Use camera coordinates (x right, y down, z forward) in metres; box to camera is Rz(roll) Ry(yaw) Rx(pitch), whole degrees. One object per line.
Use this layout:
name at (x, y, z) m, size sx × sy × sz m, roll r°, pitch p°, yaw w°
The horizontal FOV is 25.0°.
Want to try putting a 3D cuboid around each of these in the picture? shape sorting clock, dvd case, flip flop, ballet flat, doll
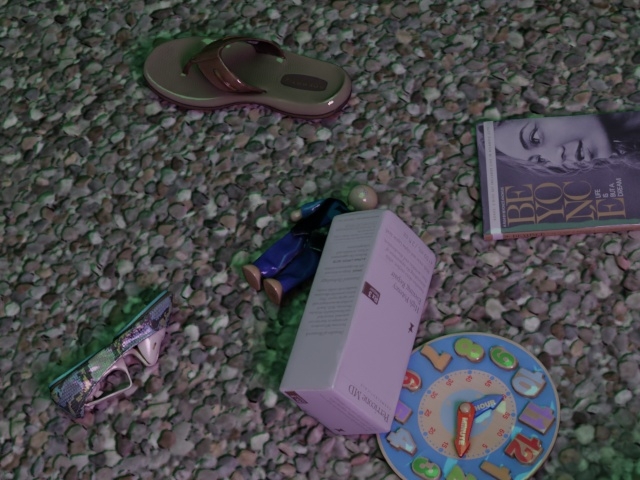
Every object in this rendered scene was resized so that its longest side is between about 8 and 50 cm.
shape sorting clock at (0.162, 0.192, 1.597) m, size 0.206 × 0.040 × 0.206 m, roll -4°, pitch 59°, yaw 7°
dvd case at (0.303, -0.081, 1.745) m, size 0.221 × 0.018 × 0.164 m, roll -4°, pitch 60°, yaw 7°
flip flop at (-0.096, -0.221, 1.857) m, size 0.277 × 0.080 × 0.112 m, roll 12°, pitch 63°, yaw 16°
ballet flat at (-0.230, 0.138, 1.690) m, size 0.188 × 0.070 × 0.070 m, roll -40°, pitch 62°, yaw -12°
doll at (0.000, 0.000, 1.732) m, size 0.189 × 0.046 × 0.129 m, roll -42°, pitch 53°, yaw -22°

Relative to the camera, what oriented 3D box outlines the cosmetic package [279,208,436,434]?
cosmetic package at (0.046, 0.091, 1.620) m, size 0.086 × 0.117 × 0.231 m, roll -8°, pitch 55°, yaw 38°
